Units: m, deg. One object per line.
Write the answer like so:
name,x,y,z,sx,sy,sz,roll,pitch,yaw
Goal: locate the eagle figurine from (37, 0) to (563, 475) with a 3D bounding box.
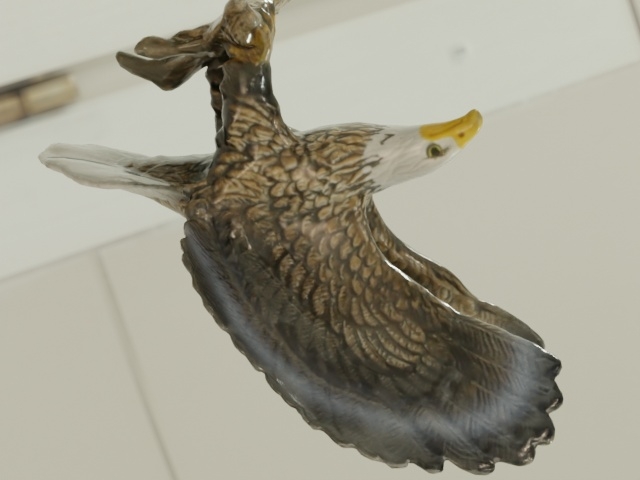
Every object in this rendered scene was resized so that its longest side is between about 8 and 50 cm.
eagle figurine,0.008,-0.003,1.144,0.225,0.226,0.298,-14,-77,52
